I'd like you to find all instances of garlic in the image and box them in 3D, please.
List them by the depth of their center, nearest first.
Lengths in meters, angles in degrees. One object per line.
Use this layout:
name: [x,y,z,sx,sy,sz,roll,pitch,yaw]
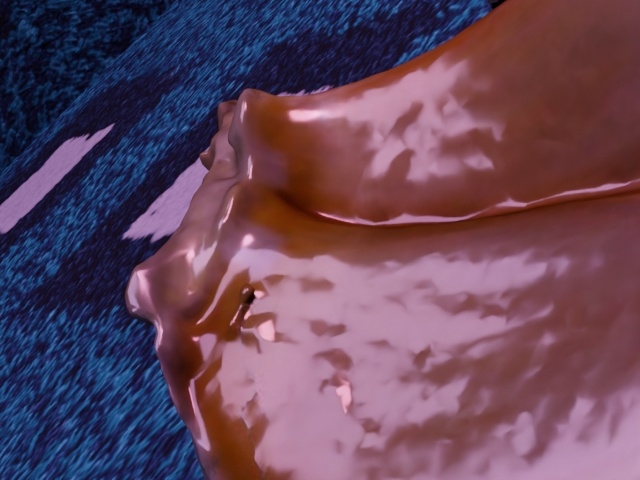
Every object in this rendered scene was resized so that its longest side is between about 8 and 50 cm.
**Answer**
garlic: [0.097,0.005,0.532,0.313,0.249,0.286,-11,13,22]

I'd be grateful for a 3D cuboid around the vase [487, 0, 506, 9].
vase: [0.108,-0.192,0.696,0.165,0.360,0.165,-37,19,15]
